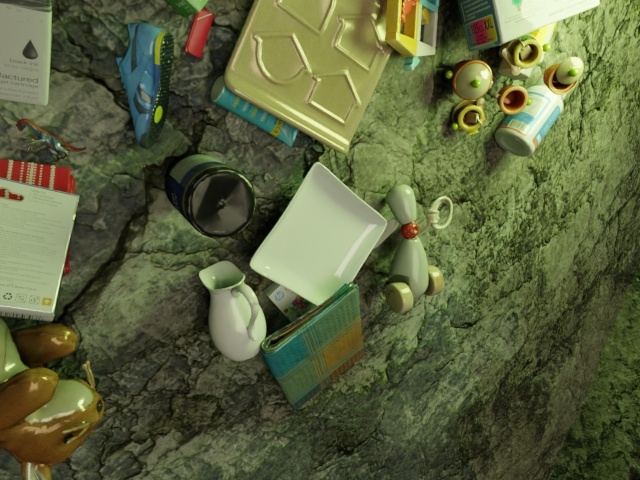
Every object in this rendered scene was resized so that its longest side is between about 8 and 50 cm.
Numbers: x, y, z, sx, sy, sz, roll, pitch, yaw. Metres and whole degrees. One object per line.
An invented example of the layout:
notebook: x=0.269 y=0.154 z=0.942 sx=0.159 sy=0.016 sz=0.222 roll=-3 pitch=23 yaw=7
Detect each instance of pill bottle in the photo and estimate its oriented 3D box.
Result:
pill bottle: x=0.552 y=-0.548 z=1.187 sx=0.117 sy=0.117 sz=0.215 roll=9 pitch=103 yaw=-35
pill bottle: x=-0.213 y=-0.092 z=0.818 sx=0.122 sy=0.219 sz=0.123 roll=-12 pitch=114 yaw=-28
pill bottle: x=0.620 y=-0.366 z=1.298 sx=0.124 sy=0.124 sz=0.222 roll=39 pitch=86 yaw=-37

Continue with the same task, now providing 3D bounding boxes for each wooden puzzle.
wooden puzzle: x=-0.008 y=-0.399 z=0.921 sx=0.322 sy=0.080 sz=0.348 roll=21 pitch=92 yaw=-37

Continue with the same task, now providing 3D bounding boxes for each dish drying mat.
dish drying mat: x=-0.224 y=-0.385 z=0.826 sx=0.032 sy=0.008 sz=0.083 roll=15 pitch=100 yaw=-37

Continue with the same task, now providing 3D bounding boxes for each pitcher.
pitcher: x=-0.176 y=0.167 z=0.971 sx=0.125 sy=0.177 sz=0.207 roll=-25 pitch=120 yaw=-30

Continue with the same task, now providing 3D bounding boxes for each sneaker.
sneaker: x=-0.316 y=-0.272 z=0.789 sx=0.082 sy=0.069 sz=0.209 roll=14 pitch=113 yaw=-2

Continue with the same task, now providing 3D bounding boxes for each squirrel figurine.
squirrel figurine: x=-0.587 y=0.275 z=0.742 sx=0.396 sy=0.281 sz=0.371 roll=-27 pitch=133 yaw=-5

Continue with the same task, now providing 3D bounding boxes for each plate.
plate: x=0.000 y=0.000 z=1.058 sx=0.278 sy=0.045 sz=0.277 roll=35 pitch=85 yaw=-35

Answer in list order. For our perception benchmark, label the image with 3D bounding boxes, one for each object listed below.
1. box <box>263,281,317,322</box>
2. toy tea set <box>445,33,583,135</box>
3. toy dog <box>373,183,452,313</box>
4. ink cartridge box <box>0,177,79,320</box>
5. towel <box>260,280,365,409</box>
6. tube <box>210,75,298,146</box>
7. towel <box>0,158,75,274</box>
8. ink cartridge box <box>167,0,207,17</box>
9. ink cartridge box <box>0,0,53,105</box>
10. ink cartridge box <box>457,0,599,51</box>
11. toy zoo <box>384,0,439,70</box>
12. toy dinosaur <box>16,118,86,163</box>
box: x=-0.037 y=0.142 z=1.137 sx=0.145 sy=0.038 sz=0.186 roll=-43 pitch=124 yaw=-12
toy tea set: x=0.481 y=-0.395 z=1.120 sx=0.335 sy=0.124 sz=0.200 roll=-21 pitch=118 yaw=13
toy dog: x=0.219 y=0.025 z=1.211 sx=0.220 sy=0.161 sz=0.334 roll=7 pitch=90 yaw=-31
ink cartridge box: x=-0.481 y=0.003 z=0.647 sx=0.206 sy=0.045 sz=0.208 roll=14 pitch=56 yaw=-30
towel: x=-0.002 y=0.284 z=1.149 sx=0.271 sy=0.040 sz=0.370 roll=-33 pitch=143 yaw=-17
tube: x=-0.124 y=-0.267 z=0.918 sx=0.207 sy=0.052 sz=0.080 roll=17 pitch=106 yaw=-42
towel: x=-0.533 y=-0.042 z=0.685 sx=0.274 sy=0.031 sz=0.199 roll=5 pitch=65 yaw=-34
ink cartridge box: x=-0.249 y=-0.505 z=0.710 sx=0.219 sy=0.092 sz=0.160 roll=36 pitch=87 yaw=-37
ink cartridge box: x=-0.446 y=-0.330 z=0.529 sx=0.223 sy=0.129 sz=0.307 roll=2 pitch=150 yaw=-32
ink cartridge box: x=0.429 y=-0.666 z=0.984 sx=0.269 sy=0.151 sz=0.396 roll=-24 pitch=110 yaw=-8
toy zoo: x=0.204 y=-0.525 z=0.968 sx=0.192 sy=0.030 sz=0.293 roll=-14 pitch=109 yaw=-51
toy dinosaur: x=-0.465 y=-0.171 z=0.753 sx=0.090 sy=0.047 sz=0.082 roll=-50 pitch=125 yaw=-48
